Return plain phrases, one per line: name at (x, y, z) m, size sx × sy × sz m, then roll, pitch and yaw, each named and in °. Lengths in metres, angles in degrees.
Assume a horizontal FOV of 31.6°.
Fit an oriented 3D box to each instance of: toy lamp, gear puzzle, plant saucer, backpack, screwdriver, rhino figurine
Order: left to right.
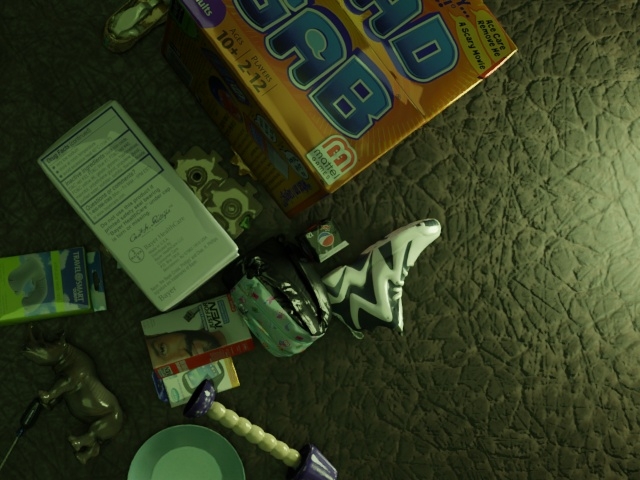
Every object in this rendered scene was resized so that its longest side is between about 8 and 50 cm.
screwdriver at (-0.508, 0.334, 1.866) m, size 0.025 × 0.024 × 0.170 m, roll 35°, pitch 88°, yaw -34°
rhino figurine at (-0.409, 0.238, 1.849) m, size 0.106 × 0.073 × 0.243 m, roll -33°, pitch 91°, yaw -22°
plant saucer at (-0.222, 0.403, 1.880) m, size 0.195 × 0.037 × 0.195 m, roll 0°, pitch 85°, yaw -4°
gear puzzle at (-0.203, -0.058, 1.894) m, size 0.175 × 0.044 × 0.339 m, roll 42°, pitch 83°, yaw -2°
toy lamp at (-0.095, 0.331, 1.870) m, size 0.275 × 0.080 × 0.080 m, roll 34°, pitch 86°, yaw -9°
backpack at (-0.068, 0.096, 1.843) m, size 0.115 × 0.152 × 0.182 m, roll -38°, pitch 90°, yaw 36°

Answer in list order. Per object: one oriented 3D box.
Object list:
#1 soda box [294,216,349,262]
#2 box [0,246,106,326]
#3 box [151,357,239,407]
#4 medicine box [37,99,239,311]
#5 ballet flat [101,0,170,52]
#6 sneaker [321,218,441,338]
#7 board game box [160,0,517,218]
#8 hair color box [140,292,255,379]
soda box at (0.000, 0.000, 1.844) m, size 0.060 × 0.169 × 0.053 m, roll -33°, pitch 92°, yaw -5°
box at (-0.448, 0.074, 1.855) m, size 0.178 × 0.042 × 0.109 m, roll -8°, pitch 77°, yaw -5°
box at (-0.211, 0.225, 1.893) m, size 0.136 × 0.028 × 0.081 m, roll -18°, pitch 91°, yaw -7°
medicine box at (-0.274, -0.041, 1.729) m, size 0.149 × 0.263 × 0.289 m, roll -39°, pitch 91°, yaw -8°
ballet flat at (-0.279, -0.389, 1.873) m, size 0.073 × 0.067 × 0.206 m, roll 43°, pitch 85°, yaw -3°
sneaker at (0.124, 0.076, 1.895) m, size 0.235 × 0.094 × 0.153 m, roll -32°, pitch 94°, yaw -5°
board game box at (0.009, -0.292, 1.740) m, size 0.356 × 0.356 × 0.356 m, roll -38°, pitch 93°, yaw -11°
hair color box at (-0.202, 0.156, 1.865) m, size 0.167 × 0.053 × 0.093 m, roll -18°, pitch 63°, yaw -5°
